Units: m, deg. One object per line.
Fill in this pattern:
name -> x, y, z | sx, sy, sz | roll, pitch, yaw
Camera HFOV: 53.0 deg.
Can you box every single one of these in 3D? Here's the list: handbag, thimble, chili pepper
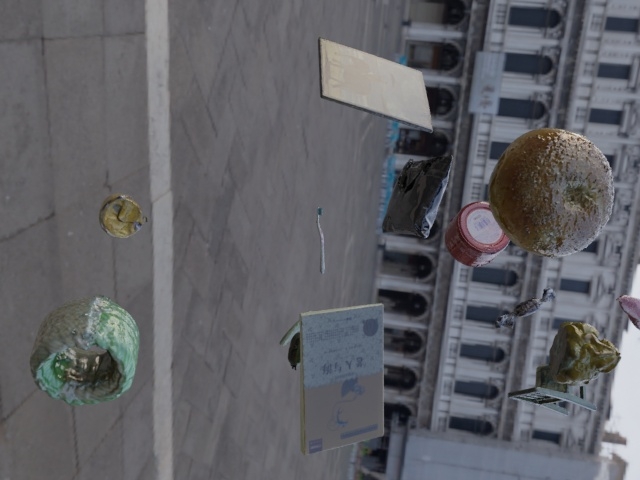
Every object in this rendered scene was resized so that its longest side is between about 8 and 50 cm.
handbag -> -0.062, 0.322, 1.873 | 0.072, 0.047, 0.111 | 21, 89, -49
handbag -> 0.238, -0.111, 1.596 | 0.254, 0.088, 0.211 | -168, -83, -74
thimble -> -0.485, 0.226, 1.335 | 0.150, 0.218, 0.219 | -102, -170, -51
chili pepper -> 0.498, 0.109, 1.012 | 0.178, 0.027, 0.045 | 28, 60, -44

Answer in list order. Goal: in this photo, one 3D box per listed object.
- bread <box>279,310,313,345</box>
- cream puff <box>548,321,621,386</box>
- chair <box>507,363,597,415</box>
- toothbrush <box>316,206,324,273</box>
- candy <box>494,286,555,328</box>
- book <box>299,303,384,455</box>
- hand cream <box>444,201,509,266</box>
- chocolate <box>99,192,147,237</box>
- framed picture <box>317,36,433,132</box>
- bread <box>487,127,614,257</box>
bread -> -0.074, 0.328, 2.473 | 0.193, 0.036, 0.112 | -38, 165, -43
cream puff -> 0.553, 0.242, 1.347 | 0.146, 0.116, 0.146 | 10, 90, -84
chair -> 0.755, 0.466, 2.096 | 0.136, 0.270, 0.147 | -37, -143, 54
toothbrush -> 0.000, 0.000, 1.958 | 0.017, 0.022, 0.204 | -5, 93, -67
candy -> 0.670, 0.226, 2.103 | 0.051, 0.226, 0.094 | 60, 6, 26
book -> 0.062, 0.376, 1.765 | 0.032, 0.268, 0.389 | 10, -77, 60
hand cream -> 0.511, -0.020, 2.088 | 0.125, 0.193, 0.193 | 118, -17, -63
chocolate -> -0.400, -0.058, 1.264 | 0.219, 0.085, 0.086 | -157, -109, -67
framed picture -> 0.154, -0.443, 1.816 | 0.016, 0.346, 0.265 | 125, -27, -46
bread -> 0.532, -0.106, 1.446 | 0.159, 0.305, 0.306 | -151, -113, -73
